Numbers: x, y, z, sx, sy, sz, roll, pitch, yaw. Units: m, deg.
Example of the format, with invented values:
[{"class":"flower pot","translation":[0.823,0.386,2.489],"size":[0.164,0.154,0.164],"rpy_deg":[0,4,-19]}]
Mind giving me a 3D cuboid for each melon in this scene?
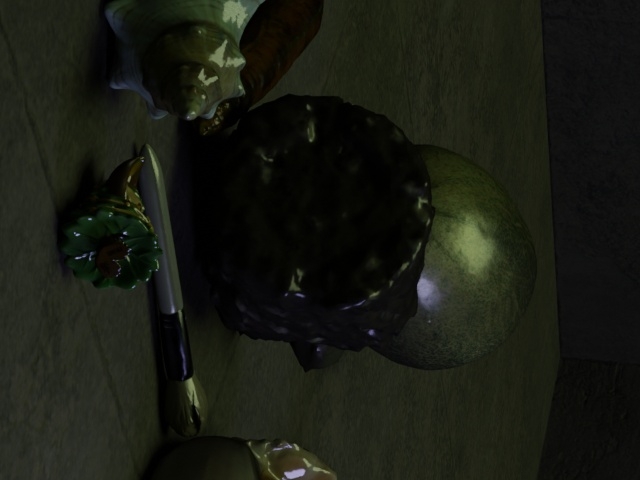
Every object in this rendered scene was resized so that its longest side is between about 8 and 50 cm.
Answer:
[{"class":"melon","translation":[0.125,0.020,2.324],"size":[0.329,0.249,0.248],"rpy_deg":[51,45,-60]}]

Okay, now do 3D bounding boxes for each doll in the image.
[{"class":"doll","translation":[-0.171,-0.019,1.548],"size":[0.113,0.077,0.078],"rpy_deg":[-112,-142,-48]}]

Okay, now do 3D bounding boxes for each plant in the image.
[{"class":"plant","translation":[0.000,0.000,1.886],"size":[0.312,0.213,0.215],"rpy_deg":[82,14,-72]}]

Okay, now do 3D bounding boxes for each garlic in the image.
[{"class":"garlic","translation":[-0.071,0.308,1.819],"size":[0.279,0.132,0.325],"rpy_deg":[52,30,-39]}]

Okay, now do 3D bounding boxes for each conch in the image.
[{"class":"conch","translation":[-0.107,-0.181,1.589],"size":[0.114,0.137,0.234],"rpy_deg":[36,47,-44]}]

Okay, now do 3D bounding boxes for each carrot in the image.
[{"class":"carrot","translation":[-0.059,-0.172,1.892],"size":[0.314,0.066,0.066],"rpy_deg":[-61,152,-57]}]

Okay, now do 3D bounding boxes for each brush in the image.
[{"class":"brush","translation":[-0.131,0.050,1.734],"size":[0.042,0.039,0.299],"rpy_deg":[-63,153,-54]}]
